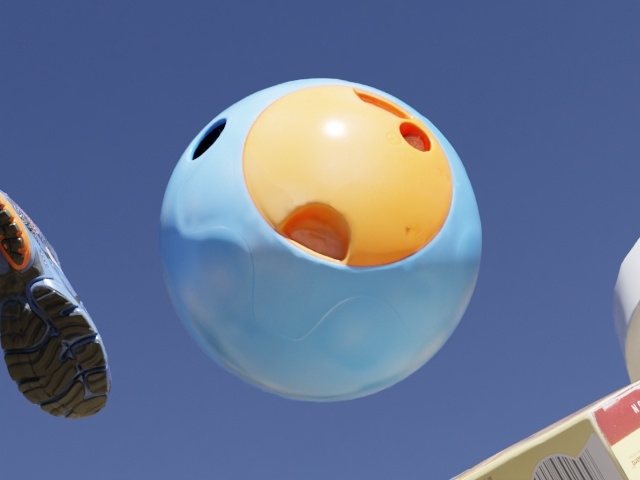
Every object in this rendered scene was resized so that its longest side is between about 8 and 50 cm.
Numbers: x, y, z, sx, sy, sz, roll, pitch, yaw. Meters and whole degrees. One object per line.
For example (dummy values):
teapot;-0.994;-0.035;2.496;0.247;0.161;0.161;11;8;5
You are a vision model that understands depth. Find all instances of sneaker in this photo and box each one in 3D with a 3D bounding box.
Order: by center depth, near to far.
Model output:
sneaker;-0.233;0.044;1.420;0.083;0.221;0.087;-24;9;10

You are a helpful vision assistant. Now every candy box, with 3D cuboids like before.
candy box;0.149;0.212;1.357;0.316;0.087;0.183;-34;-10;34

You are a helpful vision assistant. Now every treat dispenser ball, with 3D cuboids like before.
treat dispenser ball;0.000;0.000;1.543;0.288;0.288;0.288;-11;-29;-6

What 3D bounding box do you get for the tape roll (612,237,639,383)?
tape roll;0.467;0.087;1.887;0.286;0.100;0.286;0;-63;-1
